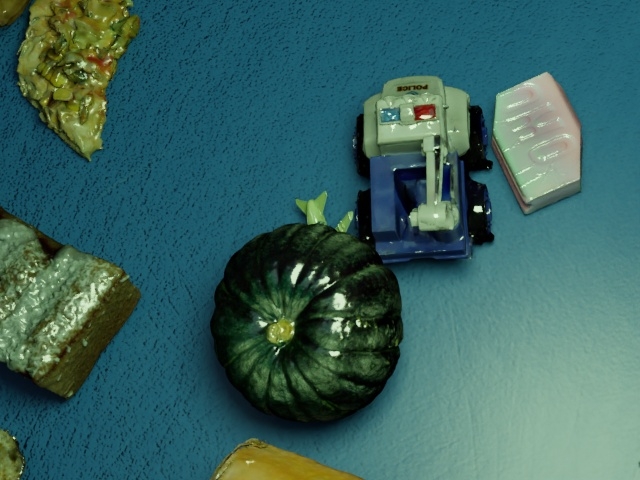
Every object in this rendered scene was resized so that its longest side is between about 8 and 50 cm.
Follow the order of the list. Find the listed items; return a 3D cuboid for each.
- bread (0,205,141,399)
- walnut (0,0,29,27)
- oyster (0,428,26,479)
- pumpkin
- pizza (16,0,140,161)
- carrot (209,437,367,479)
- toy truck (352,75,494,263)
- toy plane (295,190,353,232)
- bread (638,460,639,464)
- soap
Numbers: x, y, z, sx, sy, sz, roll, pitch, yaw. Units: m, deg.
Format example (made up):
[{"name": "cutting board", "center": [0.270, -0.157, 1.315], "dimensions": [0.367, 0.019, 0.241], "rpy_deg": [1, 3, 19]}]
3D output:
[{"name": "bread", "center": [-0.425, 0.018, 1.635], "dimensions": [0.416, 0.113, 0.165], "rpy_deg": [29, 77, 18]}, {"name": "walnut", "center": [-0.431, -0.373, 1.757], "dimensions": [0.137, 0.137, 0.245], "rpy_deg": [-23, 69, 2]}, {"name": "oyster", "center": [-0.424, 0.262, 1.586], "dimensions": [0.177, 0.056, 0.105], "rpy_deg": [3, 61, 10]}, {"name": "pumpkin", "center": [-0.013, 0.089, 1.500], "dimensions": [0.220, 0.162, 0.221], "rpy_deg": [2, 96, 22]}, {"name": "pizza", "center": [-0.315, -0.221, 1.718], "dimensions": [0.147, 0.069, 0.226], "rpy_deg": [13, 75, 12]}, {"name": "carrot", "center": [0.011, 0.330, 1.432], "dimensions": [0.254, 0.196, 0.196], "rpy_deg": [19, 76, 25]}, {"name": "toy truck", "center": [0.108, -0.084, 1.539], "dimensions": [0.161, 0.177, 0.213], "rpy_deg": [-5, 72, 10]}, {"name": "toy plane", "center": [0.000, 0.000, 1.595], "dimensions": [0.102, 0.040, 0.111], "rpy_deg": [-15, 83, 45]}, {"name": "bread", "center": [0.449, 0.216, 1.459], "dimensions": [0.178, 0.135, 0.240], "rpy_deg": [12, 70, -21]}, {"name": "soap", "center": [0.250, -0.117, 1.589], "dimensions": [0.100, 0.056, 0.149], "rpy_deg": [-22, 70, 0]}]
